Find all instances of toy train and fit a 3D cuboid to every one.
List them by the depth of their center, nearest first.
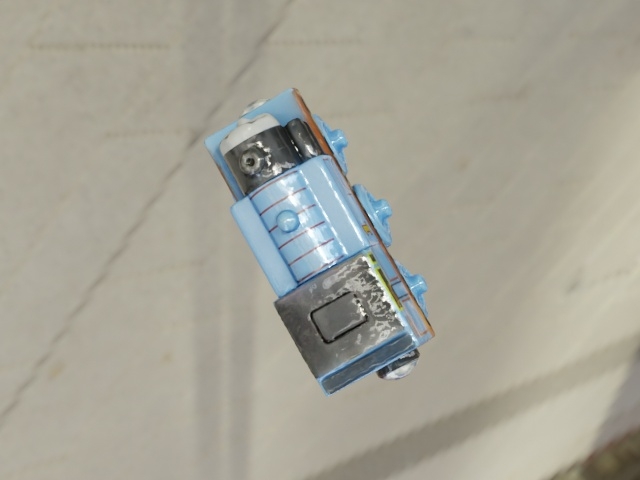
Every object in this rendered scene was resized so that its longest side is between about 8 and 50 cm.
[{"bbox_3d":[0.000,0.000,1.113,0.080,0.184,0.105,-29,176,11],"label":"toy train"}]
